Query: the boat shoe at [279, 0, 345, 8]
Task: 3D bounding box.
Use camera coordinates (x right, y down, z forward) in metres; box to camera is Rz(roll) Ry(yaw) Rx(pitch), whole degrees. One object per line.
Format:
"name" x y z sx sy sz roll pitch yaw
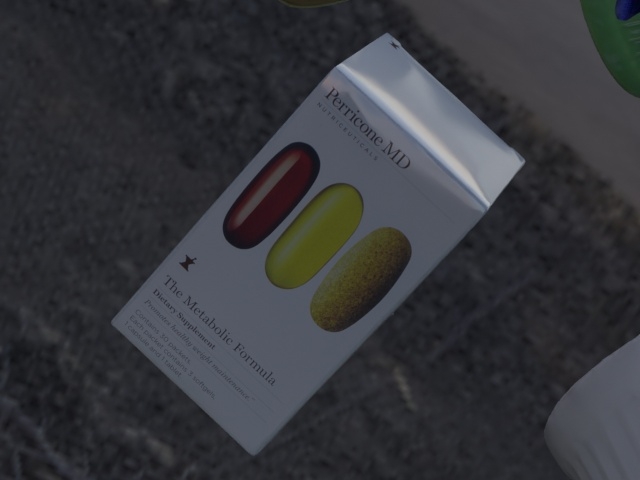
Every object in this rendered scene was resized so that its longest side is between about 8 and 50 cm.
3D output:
"boat shoe" 0.076 -0.272 1.492 0.104 0.285 0.089 62 14 -13

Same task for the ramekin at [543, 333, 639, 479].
"ramekin" 0.271 0.110 0.947 0.277 0.277 0.135 -5 62 -32

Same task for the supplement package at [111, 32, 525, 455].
"supplement package" 0.000 0.000 1.213 0.139 0.244 0.134 42 23 2

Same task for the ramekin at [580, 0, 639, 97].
"ramekin" 0.377 -0.300 1.810 0.148 0.303 0.303 -6 28 32

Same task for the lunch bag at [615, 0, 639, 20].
"lunch bag" 0.272 -0.186 0.931 0.243 0.115 0.303 -2 51 6
